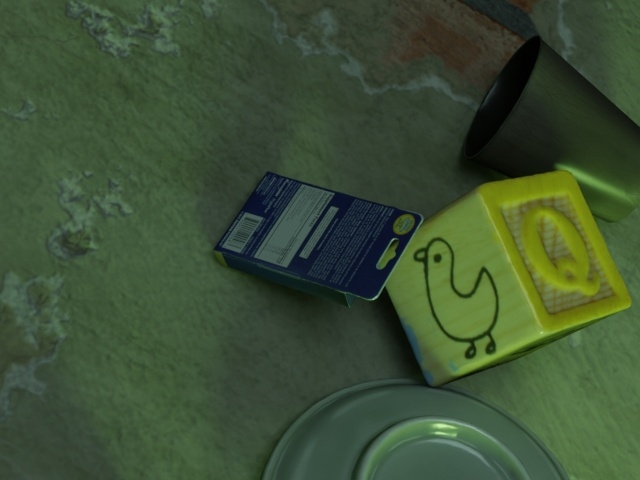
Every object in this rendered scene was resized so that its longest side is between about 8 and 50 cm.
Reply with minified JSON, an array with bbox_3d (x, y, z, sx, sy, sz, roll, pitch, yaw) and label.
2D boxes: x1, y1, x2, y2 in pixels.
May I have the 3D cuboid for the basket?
[{"bbox_3d":[0.335,-0.134,1.589,0.227,0.154,0.204,32,64,-10],"label":"basket"}]

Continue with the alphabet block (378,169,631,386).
[{"bbox_3d":[0.218,0.045,1.422,0.193,0.197,0.192,-14,75,-43],"label":"alphabet block"}]

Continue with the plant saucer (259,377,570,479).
[{"bbox_3d":[0.130,0.310,1.310,0.401,0.100,0.400,8,51,-10],"label":"plant saucer"}]

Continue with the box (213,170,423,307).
[{"bbox_3d":[0.000,0.000,1.408,0.225,0.036,0.136,17,59,28],"label":"box"}]
